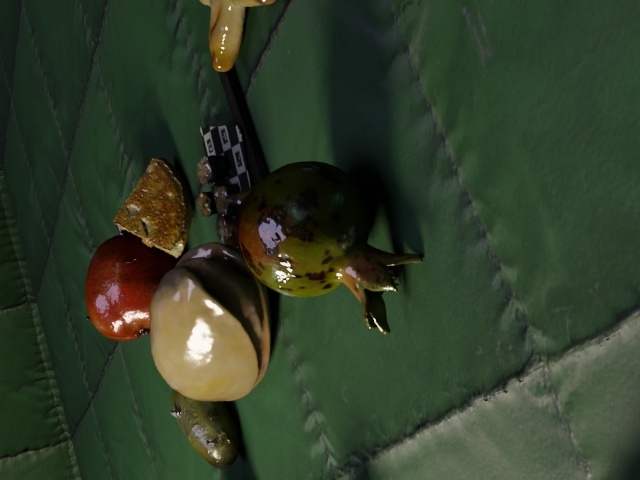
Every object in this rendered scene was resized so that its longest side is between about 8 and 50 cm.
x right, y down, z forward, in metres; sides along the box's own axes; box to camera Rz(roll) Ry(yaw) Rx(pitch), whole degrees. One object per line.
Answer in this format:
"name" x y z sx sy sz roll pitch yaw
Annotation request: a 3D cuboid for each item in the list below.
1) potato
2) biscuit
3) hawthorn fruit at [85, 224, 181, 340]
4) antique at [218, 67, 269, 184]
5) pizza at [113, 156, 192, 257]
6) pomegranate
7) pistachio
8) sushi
"potato" -0.194 0.297 1.645 0.188 0.085 0.105 51 146 38
"biscuit" -0.111 -0.325 1.246 0.208 0.047 0.164 -37 66 63
"hawthorn fruit" -0.318 0.065 1.696 0.185 0.185 0.202 -18 85 65
"antique" -0.102 -0.151 1.340 0.031 0.015 0.192 -48 57 60
"pizza" -0.272 -0.051 1.638 0.046 0.134 0.174 41 -137 -64
"pomegranate" -0.001 0.010 1.043 0.220 0.156 0.156 56 147 32
"pistachio" -0.154 0.123 1.396 0.182 0.162 0.293 31 136 18
"sushi" -0.144 -0.058 1.419 0.193 0.040 0.210 -169 68 -67
